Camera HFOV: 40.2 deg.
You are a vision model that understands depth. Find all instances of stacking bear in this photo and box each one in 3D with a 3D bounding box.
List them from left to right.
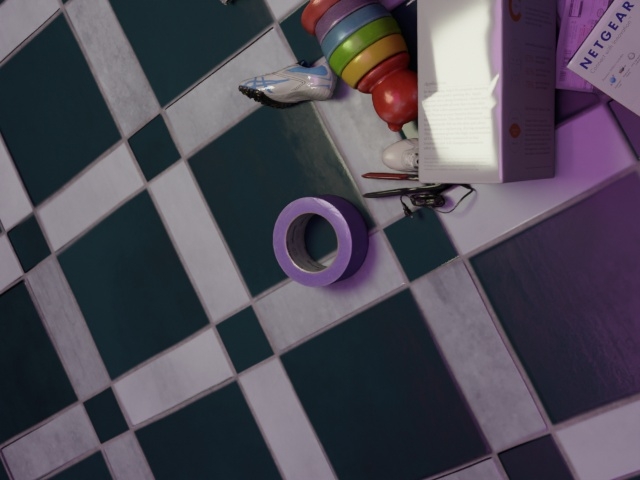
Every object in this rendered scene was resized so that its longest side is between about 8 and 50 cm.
[{"bbox_3d":[0.103,-0.352,1.687,0.175,0.164,0.289,-37,83,28],"label":"stacking bear"}]

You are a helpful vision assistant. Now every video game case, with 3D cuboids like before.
[{"bbox_3d":[0.504,-0.352,1.530,0.173,0.022,0.191,13,102,28],"label":"video game case"}]

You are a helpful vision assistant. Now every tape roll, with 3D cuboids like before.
[{"bbox_3d":[0.000,0.000,1.828,0.188,0.080,0.189,4,99,30],"label":"tape roll"}]

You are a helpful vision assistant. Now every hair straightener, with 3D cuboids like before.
[{"bbox_3d":[0.190,-0.090,1.736,0.230,0.047,0.089,3,98,25],"label":"hair straightener"}]

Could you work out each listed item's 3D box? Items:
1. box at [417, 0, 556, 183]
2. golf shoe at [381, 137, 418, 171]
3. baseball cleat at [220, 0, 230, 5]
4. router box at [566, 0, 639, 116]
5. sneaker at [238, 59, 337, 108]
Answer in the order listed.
[{"bbox_3d":[0.294,-0.277,1.536,0.168,0.215,0.346,4,98,38],"label":"box"},{"bbox_3d":[0.189,-0.163,1.697,0.176,0.086,0.069,3,100,31],"label":"golf shoe"},{"bbox_3d":[-0.159,-0.595,1.858,0.109,0.072,0.206,42,120,3],"label":"baseball cleat"},{"bbox_3d":[0.616,-0.334,1.391,0.301,0.082,0.335,35,113,5],"label":"router box"},{"bbox_3d":[-0.067,-0.330,1.831,0.237,0.085,0.086,2,71,33],"label":"sneaker"}]
